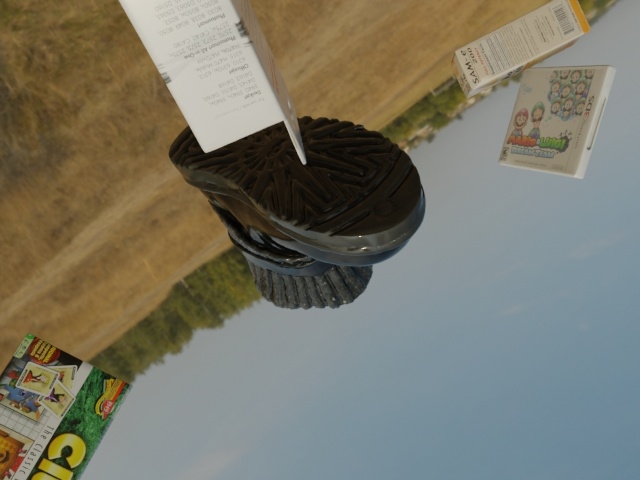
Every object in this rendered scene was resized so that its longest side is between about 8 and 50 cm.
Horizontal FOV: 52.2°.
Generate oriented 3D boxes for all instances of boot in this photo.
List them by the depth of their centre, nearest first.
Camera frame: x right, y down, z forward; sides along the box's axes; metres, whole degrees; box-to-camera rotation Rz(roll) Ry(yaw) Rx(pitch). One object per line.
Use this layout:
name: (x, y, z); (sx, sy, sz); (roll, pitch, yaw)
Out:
boot: (0.002, -0.003, 0.720); (0.131, 0.260, 0.348); (-43, -139, -18)

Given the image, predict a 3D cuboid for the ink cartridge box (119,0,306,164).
ink cartridge box: (-0.072, -0.133, 0.424); (0.060, 0.180, 0.104); (-21, -144, 7)

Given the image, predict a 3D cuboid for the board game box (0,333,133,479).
board game box: (-0.332, 0.246, 0.714); (0.260, 0.136, 0.030); (-64, -176, -22)

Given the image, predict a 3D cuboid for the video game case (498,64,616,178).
video game case: (0.313, -0.163, 0.881); (0.157, 0.019, 0.143); (29, -74, 64)

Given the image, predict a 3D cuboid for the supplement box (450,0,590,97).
supplement box: (0.159, -0.156, 0.530); (0.098, 0.036, 0.062); (-26, -178, 11)
